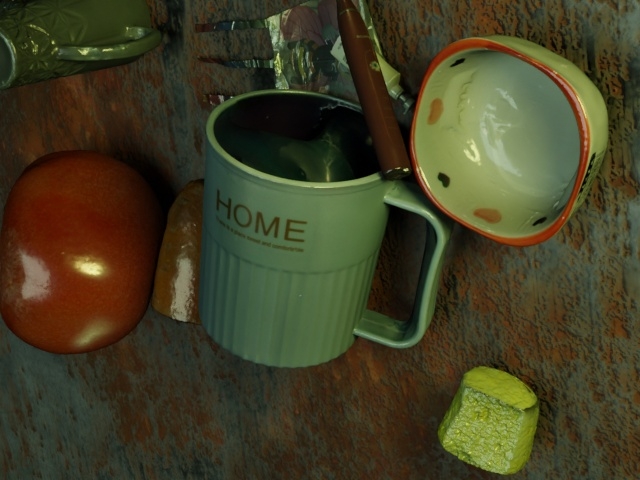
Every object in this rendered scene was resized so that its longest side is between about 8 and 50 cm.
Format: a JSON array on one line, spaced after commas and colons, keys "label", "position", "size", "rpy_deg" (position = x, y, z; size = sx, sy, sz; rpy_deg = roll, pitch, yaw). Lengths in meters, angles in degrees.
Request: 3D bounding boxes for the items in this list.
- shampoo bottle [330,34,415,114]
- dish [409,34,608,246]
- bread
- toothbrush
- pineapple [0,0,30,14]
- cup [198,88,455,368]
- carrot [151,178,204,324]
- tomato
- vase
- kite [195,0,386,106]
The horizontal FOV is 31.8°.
[{"label": "shampoo bottle", "position": [0.074, -0.227, 1.506], "size": [0.141, 0.034, 0.049], "rpy_deg": [44, 123, 10]}, {"label": "dish", "position": [0.237, -0.129, 1.350], "size": [0.256, 0.117, 0.256], "rpy_deg": [18, 120, 35]}, {"label": "bread", "position": [0.232, 0.242, 1.520], "size": [0.129, 0.111, 0.114], "rpy_deg": [20, 118, 13]}, {"label": "toothbrush", "position": [0.052, -0.242, 1.447], "size": [0.041, 0.040, 0.364], "rpy_deg": [-36, 61, 44]}, {"label": "pineapple", "position": [-0.573, -0.407, 1.939], "size": [0.340, 0.169, 0.169], "rpy_deg": [14, 117, 30]}, {"label": "cup", "position": [-0.006, -0.012, 1.554], "size": [0.257, 0.331, 0.311], "rpy_deg": [-105, 20, -54]}, {"label": "carrot", "position": [-0.187, 0.013, 1.788], "size": [0.159, 0.159, 0.225], "rpy_deg": [11, 102, 38]}, {"label": "tomato", "position": [-0.400, 0.028, 1.872], "size": [0.341, 0.272, 0.342], "rpy_deg": [-173, 90, -80]}, {"label": "vase", "position": [-0.389, -0.313, 1.716], "size": [0.251, 0.301, 0.156], "rpy_deg": [18, 119, 25]}, {"label": "kite", "position": [-0.053, -0.253, 1.623], "size": [0.360, 0.022, 0.204], "rpy_deg": [4, 110, 40]}]
